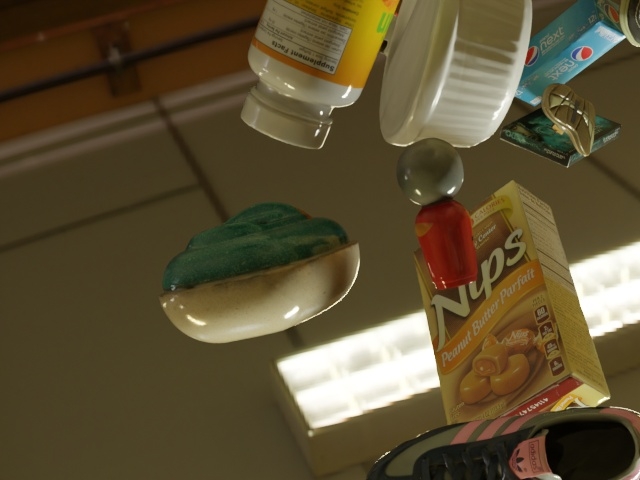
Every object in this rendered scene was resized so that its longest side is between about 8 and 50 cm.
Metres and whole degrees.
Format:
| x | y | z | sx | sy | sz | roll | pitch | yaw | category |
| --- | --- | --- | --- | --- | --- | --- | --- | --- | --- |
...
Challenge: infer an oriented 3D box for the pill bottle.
| x | y | z | sx | sy | sz | roll | pitch | yaw | category |
| --- | --- | --- | --- | --- | --- | --- | --- | --- | --- |
| 0.000 | -0.233 | 1.301 | 0.136 | 0.246 | 0.136 | 21 | -163 | -6 | pill bottle |

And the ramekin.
| x | y | z | sx | sy | sz | roll | pitch | yaw | category |
| --- | --- | --- | --- | --- | --- | --- | --- | --- | --- |
| 0.175 | -0.246 | 1.519 | 0.127 | 0.273 | 0.273 | 12 | -151 | -10 | ramekin |

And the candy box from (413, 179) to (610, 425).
| x | y | z | sx | sy | sz | roll | pitch | yaw | category |
| --- | --- | --- | --- | --- | --- | --- | --- | --- | --- |
| 0.230 | 0.099 | 1.474 | 0.183 | 0.087 | 0.316 | -37 | -140 | 28 | candy box |

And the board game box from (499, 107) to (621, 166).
| x | y | z | sx | sy | sz | roll | pitch | yaw | category |
| --- | --- | --- | --- | --- | --- | --- | --- | --- | --- |
| 0.390 | -0.176 | 1.894 | 0.126 | 0.026 | 0.186 | 27 | -146 | 28 | board game box |

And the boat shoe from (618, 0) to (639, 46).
| x | y | z | sx | sy | sz | roll | pitch | yaw | category |
| --- | --- | --- | --- | --- | --- | --- | --- | --- | --- |
| 0.455 | -0.268 | 1.498 | 0.073 | 0.223 | 0.080 | 20 | -92 | 40 | boat shoe |

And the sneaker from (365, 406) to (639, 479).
| x | y | z | sx | sy | sz | roll | pitch | yaw | category |
| --- | --- | --- | --- | --- | --- | --- | --- | --- | --- |
| 0.191 | 0.229 | 1.213 | 0.319 | 0.131 | 0.112 | -15 | -107 | 7 | sneaker |

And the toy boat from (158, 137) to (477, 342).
| x | y | z | sx | sy | sz | roll | pitch | yaw | category |
| --- | --- | --- | --- | --- | --- | --- | --- | --- | --- |
| 0.000 | 0.000 | 1.190 | 0.318 | 0.148 | 0.267 | -13 | -178 | 14 | toy boat |

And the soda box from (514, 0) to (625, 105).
| x | y | z | sx | sy | sz | roll | pitch | yaw | category |
| --- | --- | --- | --- | --- | --- | --- | --- | --- | --- |
| 0.396 | -0.313 | 1.920 | 0.210 | 0.067 | 0.071 | -37 | -135 | 41 | soda box |

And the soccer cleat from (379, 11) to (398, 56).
| x | y | z | sx | sy | sz | roll | pitch | yaw | category |
| --- | --- | --- | --- | --- | --- | --- | --- | --- | --- |
| 0.140 | -0.404 | 2.317 | 0.076 | 0.068 | 0.196 | -37 | -163 | 6 | soccer cleat |

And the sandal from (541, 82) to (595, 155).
| x | y | z | sx | sy | sz | roll | pitch | yaw | category |
| --- | --- | --- | --- | --- | --- | --- | --- | --- | --- |
| 0.368 | -0.186 | 1.761 | 0.049 | 0.180 | 0.072 | 11 | -102 | 39 | sandal |
